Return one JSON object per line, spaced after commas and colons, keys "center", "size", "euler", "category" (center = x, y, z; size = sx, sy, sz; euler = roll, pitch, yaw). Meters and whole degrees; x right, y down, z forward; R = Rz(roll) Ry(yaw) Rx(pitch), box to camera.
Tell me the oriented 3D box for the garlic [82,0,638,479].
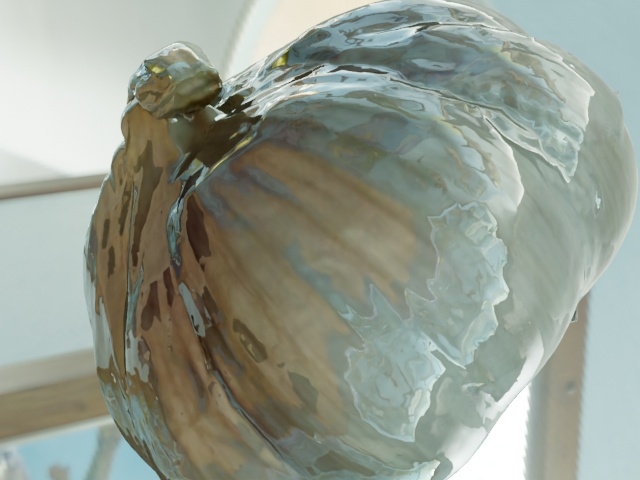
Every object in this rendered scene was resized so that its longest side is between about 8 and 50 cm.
{"center": [0.014, 0.009, 0.721], "size": [0.322, 0.241, 0.321], "euler": [-21, -123, 37], "category": "garlic"}
